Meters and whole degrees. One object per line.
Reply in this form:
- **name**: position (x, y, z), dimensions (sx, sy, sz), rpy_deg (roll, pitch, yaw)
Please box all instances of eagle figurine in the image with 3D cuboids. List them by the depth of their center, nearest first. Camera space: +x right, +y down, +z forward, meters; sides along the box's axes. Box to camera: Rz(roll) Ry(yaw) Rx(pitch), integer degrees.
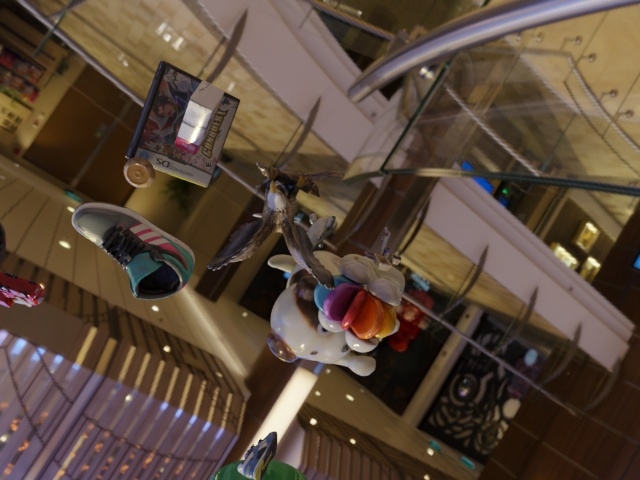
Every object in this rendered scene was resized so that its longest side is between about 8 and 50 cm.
- **eagle figurine**: position (-0.088, -0.027, 1.110), dimensions (0.226, 0.299, 0.225), rpy_deg (-17, 143, 31)

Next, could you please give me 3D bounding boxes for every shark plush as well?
- **shark plush**: position (0.000, 0.000, 1.354), dimensions (0.073, 0.161, 0.067), rpy_deg (3, 145, 24)

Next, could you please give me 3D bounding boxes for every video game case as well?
- **video game case**: position (-0.375, -0.313, 1.511), dimensions (0.248, 0.275, 0.035), rpy_deg (19, -177, -41)

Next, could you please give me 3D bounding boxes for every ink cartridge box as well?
- **ink cartridge box**: position (-0.277, -0.280, 1.249), dimensions (0.056, 0.135, 0.099), rpy_deg (25, -138, -11)

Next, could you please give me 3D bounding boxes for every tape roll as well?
- **tape roll**: position (-0.181, 0.773, 1.588), dimensions (0.321, 0.321, 0.077), rpy_deg (33, -157, -17)

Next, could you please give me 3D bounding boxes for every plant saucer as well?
- **plant saucer**: position (-0.473, -0.174, 1.420), dimensions (0.083, 0.083, 0.015), rpy_deg (33, -161, -12)

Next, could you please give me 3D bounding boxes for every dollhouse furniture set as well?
- **dollhouse furniture set**: position (0.168, 0.023, 1.280), dimensions (0.090, 0.081, 0.114), rpy_deg (17, -165, -12)

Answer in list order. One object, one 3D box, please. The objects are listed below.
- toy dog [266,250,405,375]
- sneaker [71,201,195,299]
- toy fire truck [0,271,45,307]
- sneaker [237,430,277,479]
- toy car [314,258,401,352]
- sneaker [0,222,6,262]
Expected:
- **toy dog**: position (0.019, 0.160, 1.391), dimensions (0.395, 0.285, 0.408), rpy_deg (42, -163, 3)
- **sneaker**: position (-0.413, 0.036, 1.204), dimensions (0.295, 0.124, 0.178), rpy_deg (29, -162, -26)
- **toy fire truck**: position (-0.843, 0.149, 1.523), dimensions (0.191, 0.047, 0.135), rpy_deg (14, 144, 15)
- **sneaker**: position (-0.141, 0.492, 1.266), dimensions (0.059, 0.053, 0.144), rpy_deg (3, -161, 19)
- **toy car**: position (0.062, 0.133, 1.112), dimensions (0.182, 0.159, 0.136), rpy_deg (32, -167, 32)
- **sneaker**: position (-0.810, 0.077, 1.192), dimensions (0.180, 0.321, 0.124), rpy_deg (3, 157, 44)
